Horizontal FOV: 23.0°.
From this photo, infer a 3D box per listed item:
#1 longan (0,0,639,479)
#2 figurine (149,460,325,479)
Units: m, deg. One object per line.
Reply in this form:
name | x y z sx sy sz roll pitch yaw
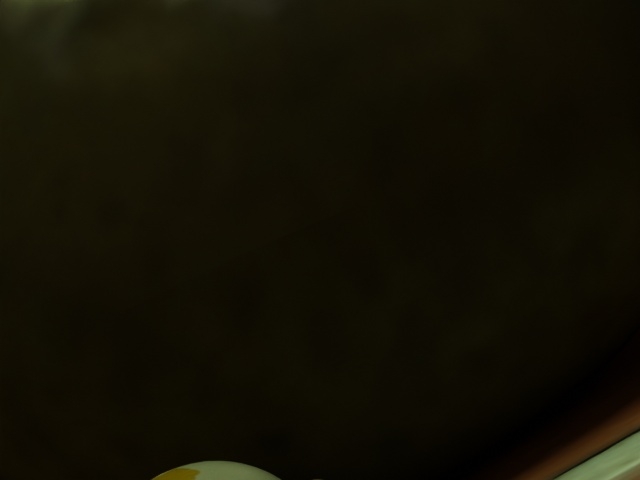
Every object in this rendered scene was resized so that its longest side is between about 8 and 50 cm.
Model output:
longan | -0.016 -0.014 0.665 0.350 0.288 0.288 -18 2 1
figurine | -0.020 0.102 0.508 0.101 0.068 0.143 -34 -15 39
